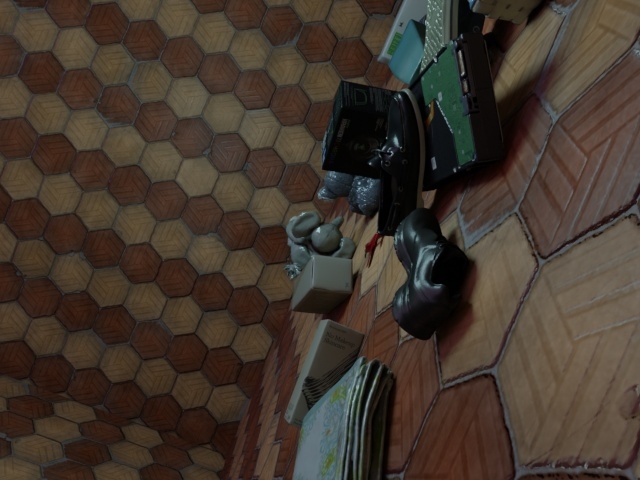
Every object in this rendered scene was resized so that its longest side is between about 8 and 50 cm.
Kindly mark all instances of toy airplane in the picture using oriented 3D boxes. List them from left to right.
[{"bbox_3d":[0.164,0.008,1.570,0.151,0.028,0.151,-156,90,-85],"label":"toy airplane"}]

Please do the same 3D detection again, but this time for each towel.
[{"bbox_3d":[0.020,0.439,0.982,0.320,0.090,0.374,-73,8,-47],"label":"towel"}]

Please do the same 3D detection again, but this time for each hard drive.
[{"bbox_3d":[0.256,-0.241,1.041,0.339,0.064,0.236,149,112,-81],"label":"hard drive"}]

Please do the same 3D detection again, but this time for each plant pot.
[{"bbox_3d":[0.334,-0.560,1.595,0.234,0.166,0.165,-89,22,-53],"label":"plant pot"}]

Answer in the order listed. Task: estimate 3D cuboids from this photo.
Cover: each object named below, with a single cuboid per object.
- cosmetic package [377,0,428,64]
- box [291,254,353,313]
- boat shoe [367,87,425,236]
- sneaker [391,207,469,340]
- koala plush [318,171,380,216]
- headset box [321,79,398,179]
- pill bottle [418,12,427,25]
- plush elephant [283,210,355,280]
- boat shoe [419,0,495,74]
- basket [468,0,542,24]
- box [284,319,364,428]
[{"bbox_3d":[0.386,-0.838,1.947,0.155,0.197,0.365,-96,28,-77],"label":"cosmetic package"},{"bbox_3d":[0.001,0.163,1.771,0.311,0.148,0.121,128,148,-63],"label":"box"},{"bbox_3d":[0.162,-0.162,1.136,0.127,0.113,0.339,-117,20,-62],"label":"boat shoe"},{"bbox_3d":[0.204,0.035,0.892,0.130,0.109,0.286,-49,24,41],"label":"sneaker"},{"bbox_3d":[0.114,-0.199,1.839,0.203,0.221,0.196,-92,26,-75],"label":"koala plush"},{"bbox_3d":[0.166,-0.312,1.493,0.246,0.283,0.131,111,163,-51],"label":"headset box"},{"bbox_3d":[0.404,-0.744,1.775,0.219,0.123,0.122,-95,28,-77],"label":"pill bottle"},{"bbox_3d":[0.000,0.000,1.977,0.255,0.272,0.330,-40,9,32],"label":"plush elephant"},{"bbox_3d":[0.337,-0.456,1.223,0.187,0.156,0.499,164,114,-79],"label":"boat shoe"},{"bbox_3d":[0.397,-0.621,1.023,0.254,0.201,0.288,122,159,-62],"label":"basket"},{"bbox_3d":[0.009,0.349,1.295,0.094,0.113,0.275,138,153,-75],"label":"box"}]
